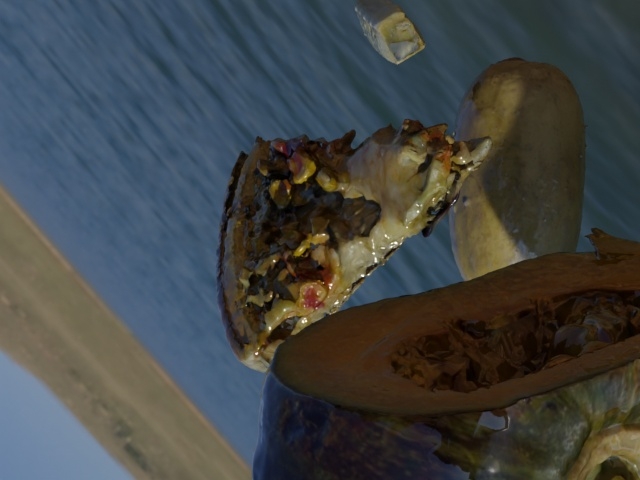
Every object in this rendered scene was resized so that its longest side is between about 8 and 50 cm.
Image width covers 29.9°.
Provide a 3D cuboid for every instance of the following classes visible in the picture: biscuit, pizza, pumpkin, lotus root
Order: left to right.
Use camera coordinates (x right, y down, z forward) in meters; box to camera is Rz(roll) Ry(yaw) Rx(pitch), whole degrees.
[{"bbox_3d":[0.000,0.000,1.070,0.288,0.251,0.074,-9,145,42],"label":"pizza"},{"bbox_3d":[0.077,-0.255,1.407,0.056,0.052,0.188,58,-177,-21],"label":"biscuit"},{"bbox_3d":[0.105,0.098,0.667,0.222,0.317,0.139,19,124,61],"label":"pumpkin"},{"bbox_3d":[0.233,-0.042,1.395,0.151,0.342,0.169,-3,173,37],"label":"lotus root"}]
